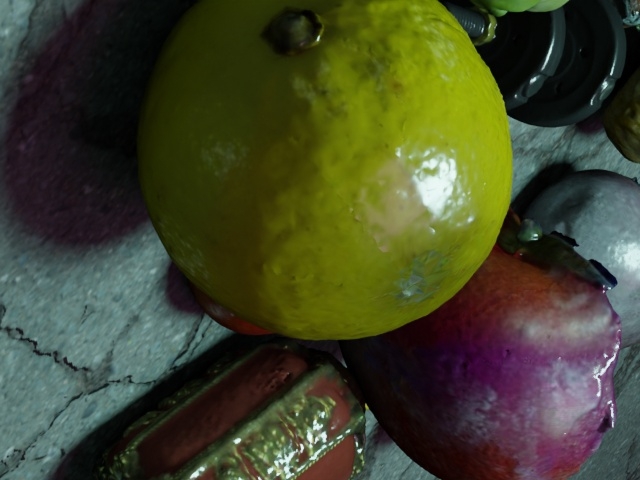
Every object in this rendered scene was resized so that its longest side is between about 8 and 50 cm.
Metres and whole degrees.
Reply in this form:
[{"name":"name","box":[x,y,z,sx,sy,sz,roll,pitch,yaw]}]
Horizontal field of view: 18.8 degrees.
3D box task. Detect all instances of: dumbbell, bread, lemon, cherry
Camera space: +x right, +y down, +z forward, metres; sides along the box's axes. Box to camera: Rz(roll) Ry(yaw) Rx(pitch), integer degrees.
[{"name":"dumbbell","box":[0.178,-0.178,1.727,0.143,0.143,0.325,-59,154,14]},{"name":"bread","box":[0.404,-0.172,2.076,0.230,0.123,0.230,-49,174,-7]},{"name":"lemon","box":[0.004,-0.064,1.440,0.297,0.297,0.297,-38,151,-26]},{"name":"cherry","box":[0.307,0.024,2.143,0.266,0.183,0.213,-47,123,5]}]

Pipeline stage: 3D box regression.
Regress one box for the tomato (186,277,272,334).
[{"name":"tomato","box":[0.000,0.000,1.668,0.200,0.139,0.233,-9,132,-47]}]

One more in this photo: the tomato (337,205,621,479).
[{"name":"tomato","box":[0.119,0.113,1.806,0.176,0.335,0.289,-14,128,-31]}]

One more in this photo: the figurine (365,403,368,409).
[{"name":"figurine","box":[0.137,0.178,2.156,0.246,0.131,0.156,38,49,-50]}]

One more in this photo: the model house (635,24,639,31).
[{"name":"model house","box":[0.322,-0.245,1.965,0.083,0.066,0.079,-27,163,-37]}]

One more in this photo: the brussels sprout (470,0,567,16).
[{"name":"brussels sprout","box":[0.158,-0.291,1.489,0.244,0.244,0.244,-38,151,-26]}]

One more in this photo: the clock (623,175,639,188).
[{"name":"clock","box":[0.359,0.036,2.364,0.186,0.083,0.253,-51,154,-2]}]

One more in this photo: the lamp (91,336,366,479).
[{"name":"lamp","box":[-0.081,0.205,1.764,0.274,0.177,0.177,-35,149,-31]}]

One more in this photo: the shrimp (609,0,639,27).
[{"name":"shrimp","box":[0.295,-0.303,1.841,0.090,0.079,0.233,-37,146,-38]}]
